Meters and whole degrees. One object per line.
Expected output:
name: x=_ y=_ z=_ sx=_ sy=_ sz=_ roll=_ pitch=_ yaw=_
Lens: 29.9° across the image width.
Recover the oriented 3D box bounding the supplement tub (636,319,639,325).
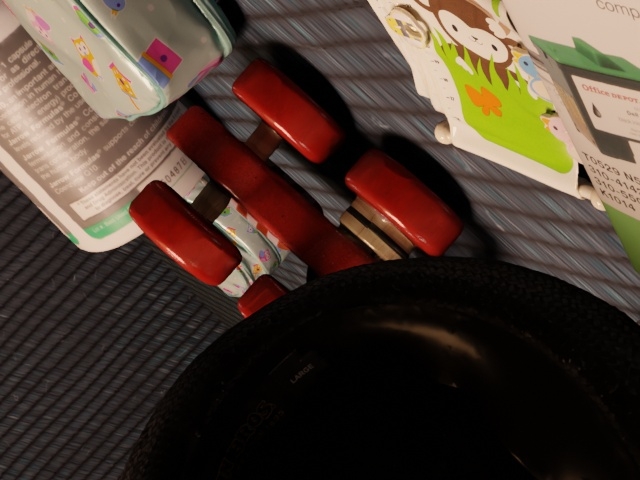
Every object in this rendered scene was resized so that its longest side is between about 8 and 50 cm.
supplement tub: x=0.258 y=0.217 z=0.718 sx=0.316 sy=0.228 sz=0.228 roll=42 pitch=168 yaw=7

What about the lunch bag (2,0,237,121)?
lunch bag: x=-0.194 y=-0.216 z=1.019 sx=0.224 sy=0.108 sz=0.279 roll=53 pitch=165 yaw=-16

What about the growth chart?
growth chart: x=0.076 y=-0.114 z=0.689 sx=0.172 sy=0.021 sz=0.237 roll=26 pitch=160 yaw=53

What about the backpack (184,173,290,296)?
backpack: x=-0.122 y=-0.021 z=1.456 sx=0.182 sy=0.115 sz=0.152 roll=43 pitch=166 yaw=-10

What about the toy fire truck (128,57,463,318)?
toy fire truck: x=0.000 y=0.000 z=1.025 sx=0.302 sy=0.169 sz=0.254 roll=40 pitch=-179 yaw=18

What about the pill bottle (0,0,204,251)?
pill bottle: x=-0.293 y=-0.176 z=1.258 sx=0.361 sy=0.204 sz=0.204 roll=50 pitch=167 yaw=-27

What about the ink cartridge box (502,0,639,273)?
ink cartridge box: x=0.158 y=-0.061 z=0.410 sx=0.160 sy=0.092 sz=0.219 roll=29 pitch=162 yaw=50

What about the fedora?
fedora: x=0.057 y=0.178 z=0.564 sx=0.334 sy=0.334 sz=0.152 roll=37 pitch=169 yaw=31
